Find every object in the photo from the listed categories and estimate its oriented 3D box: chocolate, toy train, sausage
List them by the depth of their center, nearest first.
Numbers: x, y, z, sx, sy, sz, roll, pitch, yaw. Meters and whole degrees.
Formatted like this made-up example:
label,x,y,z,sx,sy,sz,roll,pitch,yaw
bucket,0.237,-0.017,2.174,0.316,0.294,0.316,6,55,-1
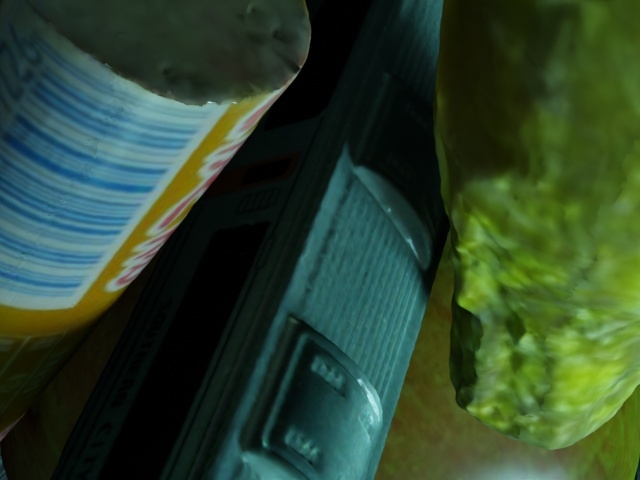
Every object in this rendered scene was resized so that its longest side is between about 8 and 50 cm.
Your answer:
label,x,y,z,sx,sy,sz,roll,pitch,yaw
chocolate,0.101,-0.073,0.433,0.162,0.162,0.445,-42,156,-32
sausage,-0.115,0.010,0.466,0.093,0.093,0.312,-41,175,-45
toy train,0.000,0.000,0.552,0.089,0.086,0.409,-13,-143,32

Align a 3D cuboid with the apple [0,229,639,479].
label,x,y,z,sx,sy,sz,roll,pitch,yaw
apple,0.003,0.084,0.791,0.339,0.339,0.339,-44,177,-3
